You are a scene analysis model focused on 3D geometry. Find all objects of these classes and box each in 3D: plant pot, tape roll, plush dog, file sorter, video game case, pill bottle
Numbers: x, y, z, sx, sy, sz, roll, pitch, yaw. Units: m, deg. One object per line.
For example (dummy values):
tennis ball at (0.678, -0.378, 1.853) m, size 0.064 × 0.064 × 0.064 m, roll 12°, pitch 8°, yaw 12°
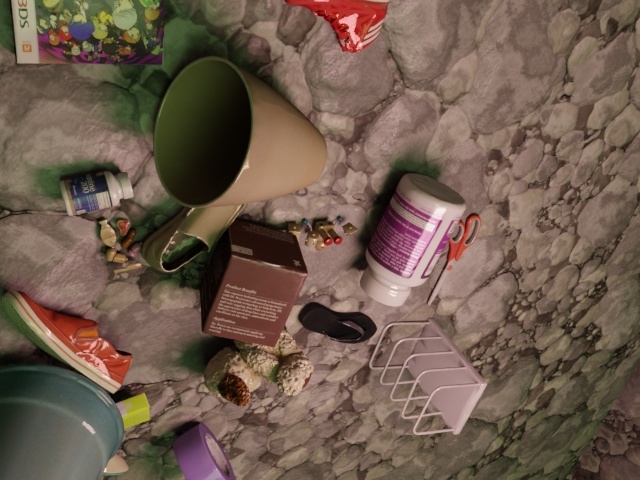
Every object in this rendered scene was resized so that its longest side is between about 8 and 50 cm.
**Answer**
plant pot at (-0.120, -0.174, 1.163) m, size 0.274 × 0.256 × 0.256 m, roll 6°, pitch 121°, yaw -52°
tape roll at (-0.300, 0.578, 1.631) m, size 0.080 × 0.189 × 0.189 m, roll -30°, pitch 133°, yaw -6°
plush dog at (-0.174, 0.289, 1.496) m, size 0.225 × 0.262 × 0.210 m, roll -32°, pitch 100°, yaw -18°
file sorter at (0.287, 0.382, 1.764) m, size 0.173 × 0.277 × 0.193 m, roll 2°, pitch 122°, yaw -29°
video game case at (-0.361, -0.382, 0.982) m, size 0.232 × 0.042 × 0.210 m, roll -6°, pitch 127°, yaw -26°
plant pot at (-0.592, 0.476, 1.216) m, size 0.341 × 0.334 × 0.341 m, roll -1°, pitch 120°, yaw -2°
pill bottle at (0.210, 0.004, 1.512) m, size 0.169 × 0.169 × 0.301 m, roll 8°, pitch 118°, yaw -34°
pill bottle at (-0.411, -0.090, 1.153) m, size 0.120 × 0.067 × 0.067 m, roll -15°, pitch 129°, yaw -20°

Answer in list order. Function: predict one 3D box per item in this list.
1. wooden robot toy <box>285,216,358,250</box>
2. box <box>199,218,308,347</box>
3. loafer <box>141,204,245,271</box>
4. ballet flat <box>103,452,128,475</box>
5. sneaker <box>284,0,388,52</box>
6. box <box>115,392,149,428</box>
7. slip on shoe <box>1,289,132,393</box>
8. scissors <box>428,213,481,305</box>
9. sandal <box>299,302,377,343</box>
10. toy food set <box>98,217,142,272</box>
wooden robot toy at (0.000, 0.000, 1.459) m, size 0.173 × 0.076 × 0.079 m, roll -5°, pitch 136°, yaw -26°
box at (-0.149, 0.090, 1.347) m, size 0.168 × 0.167 × 0.203 m, roll 16°, pitch 115°, yaw -20°
loafer at (-0.241, -0.027, 1.276) m, size 0.268 × 0.092 × 0.102 m, roll -44°, pitch 133°, yaw 1°
ballet flat at (-0.571, 0.515, 1.510) m, size 0.248 × 0.086 × 0.086 m, roll 18°, pitch 113°, yaw -37°
sneaker at (0.030, -0.407, 1.160) m, size 0.221 × 0.087 × 0.128 m, roll -7°, pitch 125°, yaw -24°
box at (-0.494, 0.423, 1.473) m, size 0.178 × 0.042 × 0.109 m, roll -17°, pitch 155°, yaw -24°
slip on shoe at (-0.515, 0.196, 1.292) m, size 0.101 × 0.123 × 0.331 m, roll -58°, pitch 133°, yaw -24°
scissors at (0.373, 0.060, 1.746) m, size 0.109 × 0.021 × 0.297 m, roll -10°, pitch 126°, yaw -26°
sandal at (0.051, 0.234, 1.668) m, size 0.254 × 0.054 × 0.097 m, roll 17°, pitch 113°, yaw -38°
toy food set at (-0.400, 0.004, 1.265) m, size 0.078 × 0.019 × 0.122 m, roll -13°, pitch 121°, yaw -21°
